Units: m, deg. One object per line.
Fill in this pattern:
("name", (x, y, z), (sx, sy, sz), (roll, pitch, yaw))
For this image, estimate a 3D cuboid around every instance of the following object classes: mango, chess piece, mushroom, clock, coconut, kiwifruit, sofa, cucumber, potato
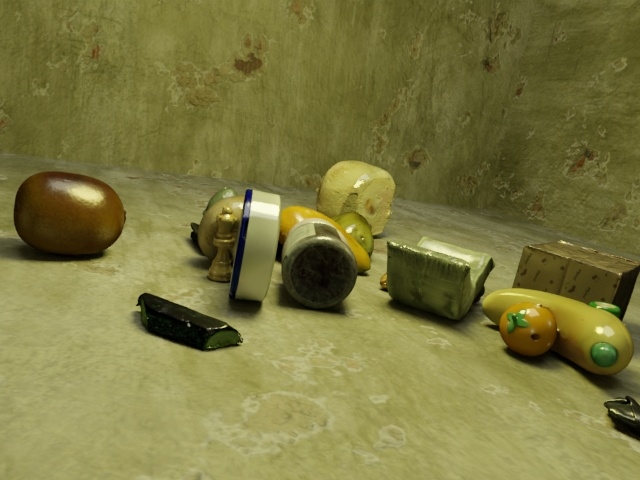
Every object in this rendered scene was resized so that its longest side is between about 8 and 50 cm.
("mango", (0.000, 0.000, 1.462), (0.317, 0.119, 0.176), (26, 26, -3))
("chess piece", (-0.221, 0.007, 1.190), (0.060, 0.171, 0.060), (8, 13, -2))
("mushroom", (-0.197, -0.003, 1.295), (0.204, 0.204, 0.204), (9, 12, -2))
("clock", (-0.137, 0.011, 1.093), (0.083, 0.230, 0.230), (9, 12, -7))
("coconut", (0.125, -0.167, 2.021), (0.297, 0.297, 0.255), (-1, 17, -41))
("kiwifruit", (-0.568, -0.061, 1.201), (0.234, 0.195, 0.196), (0, 15, -37))
("sofa", (0.285, 0.050, 1.241), (0.210, 0.175, 0.225), (19, 40, 31))
("cucumber", (-0.242, 0.137, 0.882), (0.220, 0.046, 0.070), (14, 21, 20))
("potato", (0.105, -0.032, 1.674), (0.160, 0.111, 0.271), (29, 4, -11))

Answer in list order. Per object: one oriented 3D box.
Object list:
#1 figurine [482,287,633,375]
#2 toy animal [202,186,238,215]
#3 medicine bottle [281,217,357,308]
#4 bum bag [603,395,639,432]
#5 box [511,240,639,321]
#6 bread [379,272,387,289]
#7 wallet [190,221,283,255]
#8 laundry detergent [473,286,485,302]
("figurine", (0.465, 0.180, 1.071), (0.222, 0.124, 0.325), (-3, 14, -37))
("toy animal", (-0.217, -0.057, 1.472), (0.236, 0.108, 0.138), (35, 53, 29))
("medicine bottle", (-0.008, 0.042, 1.218), (0.165, 0.165, 0.273), (9, 11, -5))
("bum bag", (0.529, 0.284, 0.783), (0.087, 0.049, 0.198), (5, 11, -43))
("box", (0.633, 0.120, 1.304), (0.225, 0.190, 0.297), (20, 16, 36))
("bread", (0.197, 0.100, 1.395), (0.052, 0.044, 0.157), (7, 10, 18))
("wallet", (-0.186, 0.004, 1.533), (0.378, 0.051, 0.197), (5, 13, -27))
("laundry detergent", (0.357, 0.115, 1.386), (0.145, 0.078, 0.221), (7, 14, -3))
